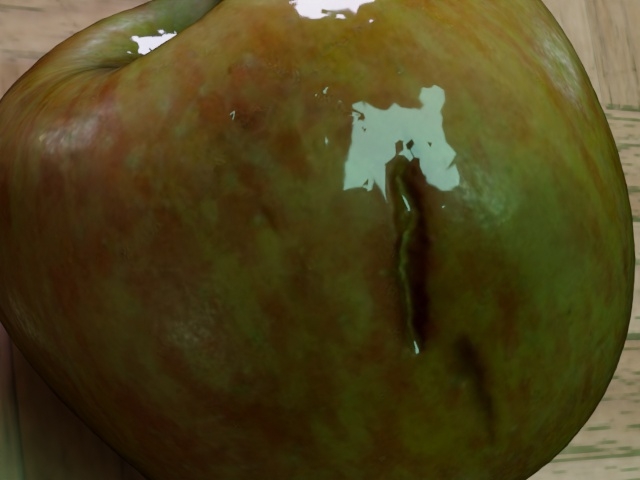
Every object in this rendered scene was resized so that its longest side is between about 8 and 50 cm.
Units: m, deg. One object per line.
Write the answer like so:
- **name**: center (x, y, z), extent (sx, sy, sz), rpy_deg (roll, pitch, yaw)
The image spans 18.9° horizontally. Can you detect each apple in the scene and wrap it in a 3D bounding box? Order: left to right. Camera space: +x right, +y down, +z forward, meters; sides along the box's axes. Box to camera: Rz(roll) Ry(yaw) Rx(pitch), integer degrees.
- **apple**: center (0.000, 0.000, 0.785), extent (0.264, 0.264, 0.264), rpy_deg (13, 68, -35)
